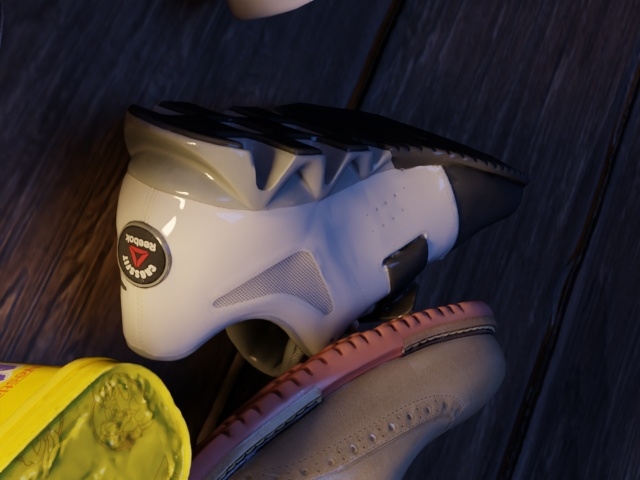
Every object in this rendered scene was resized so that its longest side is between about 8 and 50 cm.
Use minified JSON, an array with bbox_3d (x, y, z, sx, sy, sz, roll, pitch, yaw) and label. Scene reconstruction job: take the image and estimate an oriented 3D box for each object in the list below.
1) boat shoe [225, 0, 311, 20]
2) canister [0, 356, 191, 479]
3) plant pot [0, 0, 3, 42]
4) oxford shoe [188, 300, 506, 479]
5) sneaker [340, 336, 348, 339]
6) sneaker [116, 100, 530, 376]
[{"bbox_3d":[0.016,-0.242,0.857,0.301,0.108,0.102,-55,128,-37],"label":"boat shoe"},{"bbox_3d":[-0.155,0.102,0.604,0.126,0.170,0.073,-48,124,-39],"label":"canister"},{"bbox_3d":[-0.234,-0.073,0.536,0.165,0.167,0.167,33,65,-34],"label":"plant pot"},{"bbox_3d":[-0.027,0.163,0.739,0.397,0.140,0.146,-32,79,-33],"label":"oxford shoe"},{"bbox_3d":[0.008,0.136,0.883,0.061,0.053,0.152,51,53,-39],"label":"sneaker"},{"bbox_3d":[0.000,0.000,0.846,0.330,0.122,0.146,-4,111,-50],"label":"sneaker"}]
